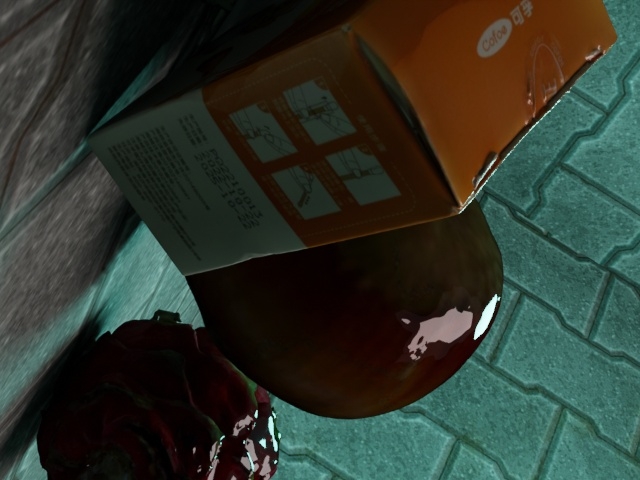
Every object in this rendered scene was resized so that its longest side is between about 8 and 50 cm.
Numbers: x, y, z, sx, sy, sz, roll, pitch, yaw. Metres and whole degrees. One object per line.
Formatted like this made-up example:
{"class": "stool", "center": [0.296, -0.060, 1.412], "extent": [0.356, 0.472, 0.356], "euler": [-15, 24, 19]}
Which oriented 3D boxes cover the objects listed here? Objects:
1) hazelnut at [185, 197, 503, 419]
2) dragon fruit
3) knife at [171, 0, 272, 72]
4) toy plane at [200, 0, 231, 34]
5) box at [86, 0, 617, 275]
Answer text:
{"class": "hazelnut", "center": [0.000, 0.000, 1.329], "extent": [0.359, 0.409, 0.359], "euler": [-28, 160, -11]}
{"class": "dragon fruit", "center": [-0.204, 0.253, 1.541], "extent": [0.329, 0.329, 0.329], "euler": [-57, 179, -2]}
{"class": "knife", "center": [-0.059, -0.233, 1.063], "extent": [0.265, 0.041, 0.073], "euler": [-57, 168, 15]}
{"class": "toy plane", "center": [-0.078, -0.211, 0.992], "extent": [0.080, 0.033, 0.083], "euler": [-59, -175, 38]}
{"class": "box", "center": [0.015, -0.109, 0.883], "extent": [0.341, 0.143, 0.225], "euler": [-15, -155, 52]}
